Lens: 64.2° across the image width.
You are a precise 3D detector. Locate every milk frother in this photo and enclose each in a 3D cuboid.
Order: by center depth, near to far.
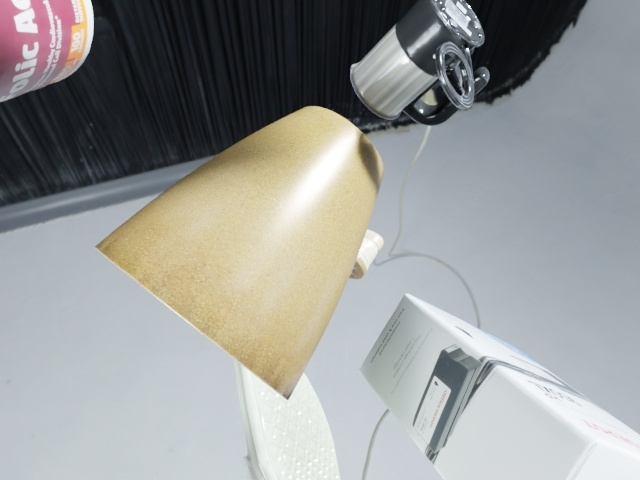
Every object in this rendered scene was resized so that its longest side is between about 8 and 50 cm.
[{"bbox_3d":[0.104,-0.180,0.558,0.129,0.134,0.143,52,45,-1],"label":"milk frother"}]

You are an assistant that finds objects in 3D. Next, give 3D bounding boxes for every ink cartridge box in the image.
[{"bbox_3d":[0.276,0.263,0.727,0.285,0.166,0.395,27,6,-25],"label":"ink cartridge box"}]

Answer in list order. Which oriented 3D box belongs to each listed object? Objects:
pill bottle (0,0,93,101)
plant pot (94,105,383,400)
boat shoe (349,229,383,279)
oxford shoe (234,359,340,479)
[{"bbox_3d":[-0.461,-0.256,0.590,0.223,0.224,0.392,8,30,3],"label":"pill bottle"},{"bbox_3d":[-0.050,-0.010,0.535,0.237,0.237,0.254,33,74,20],"label":"plant pot"},{"bbox_3d":[0.000,0.000,1.240,0.341,0.122,0.110,18,55,40],"label":"boat shoe"},{"bbox_3d":[-0.044,0.349,0.693,0.130,0.169,0.450,-30,70,26],"label":"oxford shoe"}]
